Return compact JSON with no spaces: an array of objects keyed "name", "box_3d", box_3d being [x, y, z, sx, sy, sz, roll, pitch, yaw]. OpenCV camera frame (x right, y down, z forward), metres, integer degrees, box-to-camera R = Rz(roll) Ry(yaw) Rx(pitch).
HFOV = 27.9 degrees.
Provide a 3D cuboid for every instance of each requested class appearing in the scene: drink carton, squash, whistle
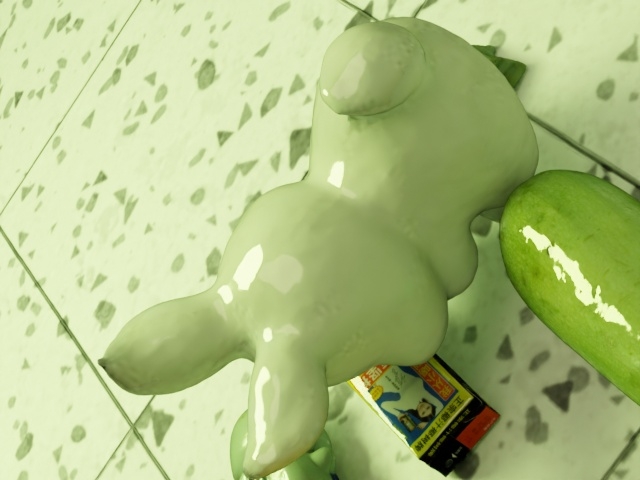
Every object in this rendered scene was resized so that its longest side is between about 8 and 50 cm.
[{"name":"drink carton","box_3d":[0.073,0.121,1.096,0.071,0.056,0.166,-51,44,5]},{"name":"squash","box_3d":[0.250,0.069,0.903,0.118,0.118,0.370,-52,45,11]},{"name":"whistle","box_3d":[-0.024,0.223,1.111,0.110,0.092,0.244,-40,43,21]}]

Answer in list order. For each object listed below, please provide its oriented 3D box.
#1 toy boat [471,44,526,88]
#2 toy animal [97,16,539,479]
[{"name":"toy boat","box_3d":[0.078,-0.060,1.194,0.293,0.055,0.093,-56,38,6]},{"name":"toy animal","box_3d":[0.005,0.002,1.012,0.196,0.241,0.367,28,80,31]}]
